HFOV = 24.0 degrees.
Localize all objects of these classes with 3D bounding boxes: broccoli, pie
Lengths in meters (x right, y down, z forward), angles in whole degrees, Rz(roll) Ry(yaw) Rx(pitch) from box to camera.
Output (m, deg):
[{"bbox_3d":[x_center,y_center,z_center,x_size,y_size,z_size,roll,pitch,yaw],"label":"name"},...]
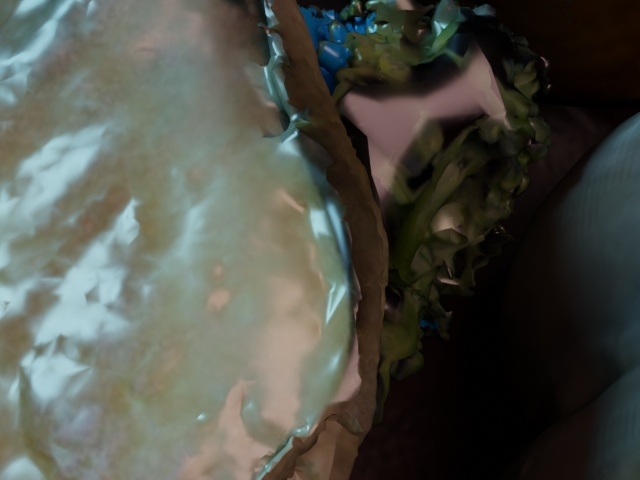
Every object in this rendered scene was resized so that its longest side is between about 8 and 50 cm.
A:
[{"bbox_3d":[0.000,0.000,0.494,0.167,0.160,0.154,-6,113,-6],"label":"broccoli"},{"bbox_3d":[-0.138,0.024,0.429,0.338,0.075,0.337,-2,79,11],"label":"pie"}]

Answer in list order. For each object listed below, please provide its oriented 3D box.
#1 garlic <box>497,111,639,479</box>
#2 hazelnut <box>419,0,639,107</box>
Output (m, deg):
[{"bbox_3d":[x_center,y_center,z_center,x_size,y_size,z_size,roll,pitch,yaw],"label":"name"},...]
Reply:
[{"bbox_3d":[0.187,0.098,0.527,0.340,0.246,0.231,41,42,-27],"label":"garlic"},{"bbox_3d":[0.098,-0.156,0.558,0.234,0.218,0.218,20,69,-49],"label":"hazelnut"}]
